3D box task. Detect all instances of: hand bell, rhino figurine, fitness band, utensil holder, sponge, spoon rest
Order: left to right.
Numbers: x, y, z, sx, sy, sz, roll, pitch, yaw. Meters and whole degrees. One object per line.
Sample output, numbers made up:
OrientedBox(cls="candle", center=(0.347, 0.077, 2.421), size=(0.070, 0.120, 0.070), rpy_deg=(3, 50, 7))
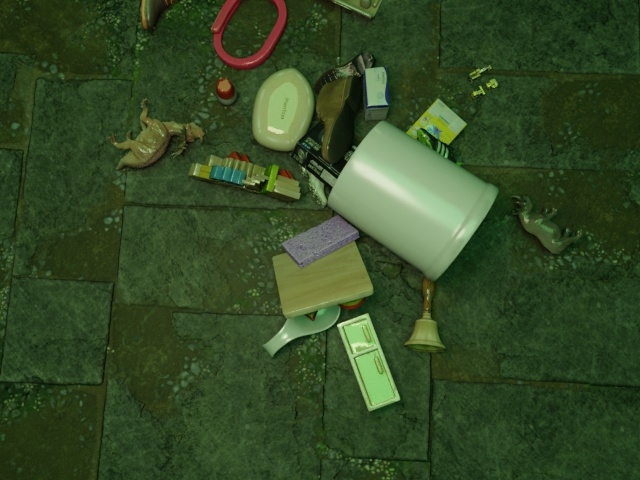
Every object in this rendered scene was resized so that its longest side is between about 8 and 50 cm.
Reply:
OrientedBox(cls="fitness band", center=(-0.234, -0.705, 1.836), size=(0.209, 0.054, 0.290), rpy_deg=(28, 85, 1))
OrientedBox(cls="spoon rest", center=(-0.060, 0.252, 1.689), size=(0.276, 0.084, 0.137), rpy_deg=(-41, 84, -4))
OrientedBox(cls="sponge", center=(0.000, 0.000, 1.694), size=(0.210, 0.031, 0.117), rpy_deg=(-28, 41, -15))
OrientedBox(cls="utensil holder", center=(0.261, -0.122, 1.617), size=(0.386, 0.327, 0.327), rpy_deg=(35, 84, 6))
OrientedBox(cls="hand bell", center=(0.325, 0.210, 1.696), size=(0.126, 0.126, 0.241), rpy_deg=(6, 70, 1))
OrientedBox(cls="rhino figurine", center=(0.686, -0.057, 1.728), size=(0.243, 0.073, 0.106), rpy_deg=(44, 82, 7))

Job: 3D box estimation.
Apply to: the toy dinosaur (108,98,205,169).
OrientedBox(cls="toy dinosaur", center=(-0.525, -0.301, 1.752), size=(0.200, 0.127, 0.295), rpy_deg=(44, 91, -1))

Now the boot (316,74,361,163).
OrientedBox(cls="boot", center=(0.038, -0.366, 1.700), size=(0.115, 0.112, 0.305), rpy_deg=(2, 65, 27))

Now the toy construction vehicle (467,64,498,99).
OrientedBox(cls="toy construction vehicle", center=(0.525, -0.517, 1.808), size=(0.098, 0.035, 0.085), rpy_deg=(-23, 83, -2))

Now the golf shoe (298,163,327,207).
OrientedBox(cls="golf shoe", center=(-0.003, -0.194, 1.758), size=(0.086, 0.069, 0.176), rpy_deg=(-22, 84, -8))

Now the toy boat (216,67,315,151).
OrientedBox(cls="toy boat", center=(-0.178, -0.434, 1.764), size=(0.319, 0.148, 0.267), rpy_deg=(18, 88, -5))

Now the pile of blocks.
OrientedBox(cls="pile of blocks", center=(-0.228, -0.217, 1.719), size=(0.363, 0.149, 0.112), rpy_deg=(13, 83, 3))

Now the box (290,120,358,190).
OrientedBox(cls="box", center=(0.025, -0.266, 1.727), size=(0.180, 0.077, 0.147), rpy_deg=(40, 55, 4))

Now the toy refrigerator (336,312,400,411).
OrientedBox(cls="toy refrigerator", center=(0.141, 0.361, 1.666), size=(0.102, 0.094, 0.269), rpy_deg=(-20, 82, -2))

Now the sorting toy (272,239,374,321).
OrientedBox(cls="sorting toy", center=(0.006, 0.123, 1.640), size=(0.258, 0.089, 0.255), rpy_deg=(-16, 39, -2))

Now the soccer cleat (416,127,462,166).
OrientedBox(cls="soccer cleat", center=(0.366, -0.283, 1.721), size=(0.072, 0.060, 0.178), rpy_deg=(-42, 99, -15))

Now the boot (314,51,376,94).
OrientedBox(cls="boot", center=(0.087, -0.536, 1.804), size=(0.219, 0.106, 0.082), rpy_deg=(-23, 98, 25))

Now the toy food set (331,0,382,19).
OrientedBox(cls="toy food set", center=(0.132, -0.906, 1.835), size=(0.220, 0.092, 0.305), rpy_deg=(26, 83, 4))

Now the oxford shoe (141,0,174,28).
OrientedBox(cls="oxford shoe", center=(-0.515, -0.817, 1.831), size=(0.099, 0.097, 0.271), rpy_deg=(17, 83, -3))

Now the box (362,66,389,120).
OrientedBox(cls="box", center=(0.173, -0.459, 1.752), size=(0.072, 0.137, 0.126), rpy_deg=(-4, 82, 1))

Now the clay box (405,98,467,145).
OrientedBox(cls="clay box", center=(0.345, -0.328, 1.775), size=(0.127, 0.053, 0.222), rpy_deg=(43, 86, 2))
